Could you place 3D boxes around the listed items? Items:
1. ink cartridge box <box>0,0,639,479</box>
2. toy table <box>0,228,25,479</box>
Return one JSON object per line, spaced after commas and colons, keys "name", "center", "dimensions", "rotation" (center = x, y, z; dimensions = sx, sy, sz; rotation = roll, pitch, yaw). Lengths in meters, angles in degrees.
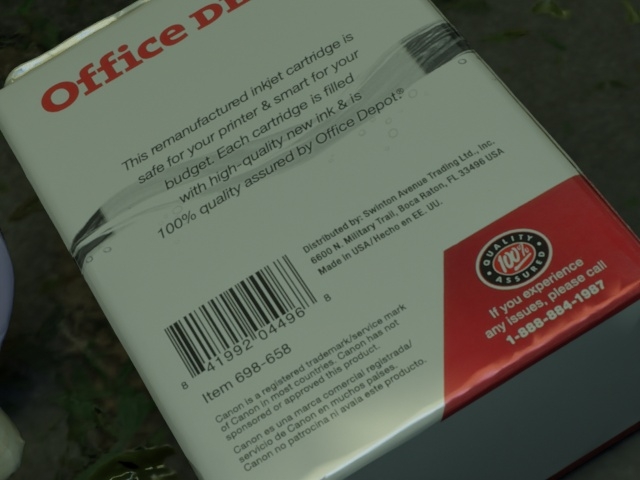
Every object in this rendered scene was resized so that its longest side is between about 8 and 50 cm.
{"name": "ink cartridge box", "center": [0.000, 0.000, 0.758], "dimensions": [0.197, 0.114, 0.273], "rotation": [-31, 55, -6]}
{"name": "toy table", "center": [-0.243, 0.097, 0.693], "dimensions": [0.274, 0.252, 0.161], "rotation": [-41, 37, 9]}
